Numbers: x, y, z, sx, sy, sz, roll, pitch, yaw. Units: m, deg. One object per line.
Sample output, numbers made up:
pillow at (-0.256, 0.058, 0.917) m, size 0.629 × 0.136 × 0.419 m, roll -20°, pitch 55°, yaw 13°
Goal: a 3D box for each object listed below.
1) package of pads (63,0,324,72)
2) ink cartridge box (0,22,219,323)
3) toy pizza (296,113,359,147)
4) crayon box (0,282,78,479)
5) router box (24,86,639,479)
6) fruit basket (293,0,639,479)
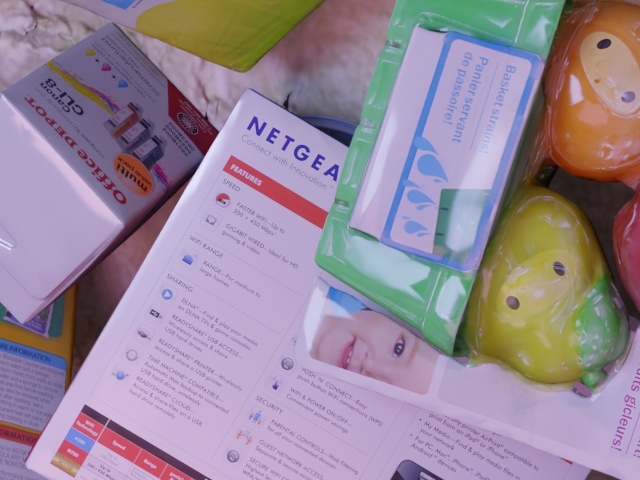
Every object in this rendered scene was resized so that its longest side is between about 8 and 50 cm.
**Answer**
package of pads at (-0.044, -0.247, 1.158) m, size 0.296 × 0.229 × 0.101 m, roll -40°, pitch 50°, yaw 31°
ink cartridge box at (-0.181, -0.051, 1.322) m, size 0.128 × 0.176 × 0.127 m, roll 46°, pitch 121°, yaw -3°
toy pizza at (0.000, 0.000, 1.351) m, size 0.201 × 0.032 × 0.201 m, roll 6°, pitch 114°, yaw 13°
crayon box at (-0.284, 0.091, 1.332) m, size 0.203 × 0.323 × 0.083 m, roll 21°, pitch 149°, yaw -35°
router box at (0.018, 0.108, 1.265) m, size 0.335 × 0.082 × 0.301 m, roll 31°, pitch 92°, yaw 0°
fruit basket at (0.186, -0.022, 1.109) m, size 0.353 × 0.165 × 0.327 m, roll 19°, pitch 92°, yaw 21°
